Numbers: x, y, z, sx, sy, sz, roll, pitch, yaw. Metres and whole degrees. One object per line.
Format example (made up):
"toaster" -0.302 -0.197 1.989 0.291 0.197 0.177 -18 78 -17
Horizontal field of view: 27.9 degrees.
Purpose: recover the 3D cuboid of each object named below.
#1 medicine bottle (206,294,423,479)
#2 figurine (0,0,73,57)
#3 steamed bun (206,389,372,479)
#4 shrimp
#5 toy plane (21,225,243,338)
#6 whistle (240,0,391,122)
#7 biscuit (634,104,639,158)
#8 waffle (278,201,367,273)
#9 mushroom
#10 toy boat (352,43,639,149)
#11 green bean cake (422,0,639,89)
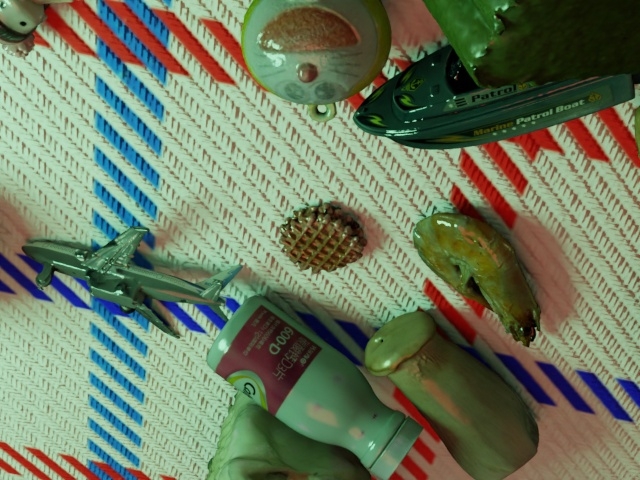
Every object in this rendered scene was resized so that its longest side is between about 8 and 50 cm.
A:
"medicine bottle" -0.004 0.149 1.280 0.217 0.090 0.090 35 133 7
"figurine" -0.232 -0.206 1.066 0.129 0.054 0.072 -30 136 25
"steamed bun" -0.032 0.311 1.350 0.207 0.280 0.268 18 114 -3
"shrimp" 0.157 0.037 1.224 0.101 0.042 0.190 -5 136 44
"toy plane" -0.193 0.037 1.280 0.226 0.058 0.226 6 150 5
"whistle" -0.007 -0.193 0.993 0.123 0.123 0.223 1 119 11
"biscuit" 0.406 -0.073 1.030 0.274 0.091 0.213 -26 121 28
"waffle" 0.000 0.000 1.226 0.083 0.029 0.075 -13 129 25
"mushroom" 0.147 0.167 1.309 0.096 0.108 0.247 -44 121 -1
"toy boat" 0.136 -0.130 1.029 0.246 0.093 0.103 -15 136 24
"green bean cake" 0.201 -0.229 0.830 0.250 0.156 0.247 -11 149 -27
